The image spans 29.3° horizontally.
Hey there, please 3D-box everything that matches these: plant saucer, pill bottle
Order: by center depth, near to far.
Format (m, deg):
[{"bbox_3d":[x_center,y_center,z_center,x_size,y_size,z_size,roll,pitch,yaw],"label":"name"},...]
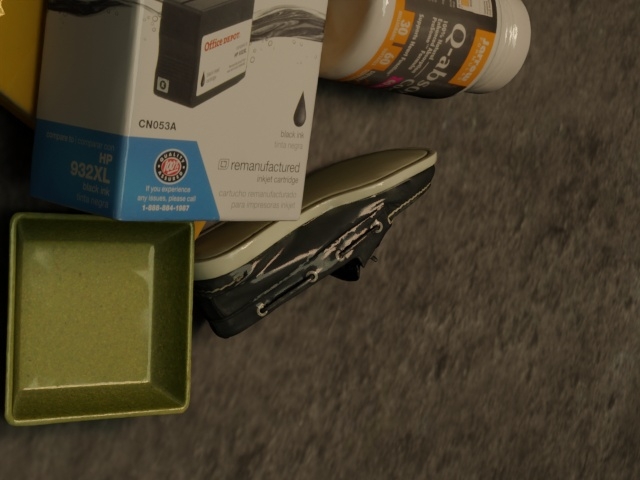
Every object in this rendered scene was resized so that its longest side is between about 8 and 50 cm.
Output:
[{"bbox_3d":[-0.210,0.070,1.136,0.188,0.045,0.188,1,90,-38],"label":"plant saucer"},{"bbox_3d":[0.101,-0.244,1.365,0.278,0.162,0.162,3,89,-45],"label":"pill bottle"}]

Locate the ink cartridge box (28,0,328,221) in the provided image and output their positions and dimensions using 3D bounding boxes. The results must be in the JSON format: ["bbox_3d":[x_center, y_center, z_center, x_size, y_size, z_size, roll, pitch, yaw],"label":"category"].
[{"bbox_3d":[-0.114,-0.177,1.066,0.223,0.129,0.307,-1,101,-47],"label":"ink cartridge box"}]

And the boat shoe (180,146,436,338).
[{"bbox_3d":[0.002,0.001,1.300,0.340,0.127,0.113,-31,114,-38],"label":"boat shoe"}]

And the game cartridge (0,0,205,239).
[{"bbox_3d":[-0.161,-0.194,1.147,0.324,0.053,0.285,44,68,-46],"label":"game cartridge"}]
